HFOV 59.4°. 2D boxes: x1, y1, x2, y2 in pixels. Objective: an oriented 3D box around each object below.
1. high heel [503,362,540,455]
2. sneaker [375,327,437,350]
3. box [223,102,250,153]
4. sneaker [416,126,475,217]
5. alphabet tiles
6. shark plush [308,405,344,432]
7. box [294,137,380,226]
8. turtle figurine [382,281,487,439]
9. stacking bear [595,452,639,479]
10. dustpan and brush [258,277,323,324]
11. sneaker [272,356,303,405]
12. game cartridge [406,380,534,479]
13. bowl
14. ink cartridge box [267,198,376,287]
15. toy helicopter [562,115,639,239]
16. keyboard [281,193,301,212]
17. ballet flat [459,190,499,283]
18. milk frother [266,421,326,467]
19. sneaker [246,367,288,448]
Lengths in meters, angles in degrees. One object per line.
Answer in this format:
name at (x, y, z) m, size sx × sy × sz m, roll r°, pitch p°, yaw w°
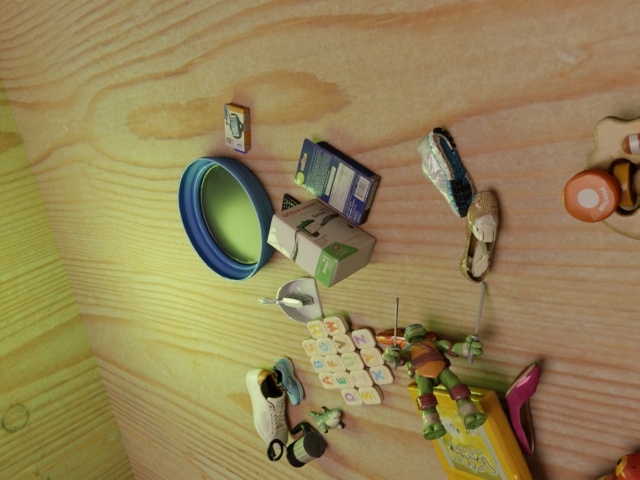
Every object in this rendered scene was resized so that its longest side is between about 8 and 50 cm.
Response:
high heel at (0.450, 0.369, 1.212) m, size 0.117 × 0.082 × 0.244 m, roll 35°, pitch 130°, yaw 25°
sneaker at (0.210, 0.259, 1.401) m, size 0.175 × 0.064 × 0.068 m, roll 2°, pitch 107°, yaw 44°
box at (-0.234, -0.311, 1.577) m, size 0.081 × 0.028 × 0.136 m, roll 23°, pitch 123°, yaw 34°
sneaker at (0.256, -0.134, 1.171) m, size 0.083 × 0.071 × 0.191 m, roll -26°, pitch 83°, yaw 54°
alphabet tiles at (0.069, 0.343, 1.592) m, size 0.278 × 0.021 × 0.284 m, roll -19°, pitch 101°, yaw 45°
shark plush at (0.019, 0.553, 1.763) m, size 0.161 × 0.073 × 0.067 m, roll 164°, pitch 102°, yaw -67°
box at (0.036, -0.151, 1.387) m, size 0.225 × 0.036 × 0.137 m, roll 36°, pitch 131°, yaw 24°
turtle figurine at (0.245, 0.260, 1.192) m, size 0.275 × 0.197 × 0.266 m, roll -54°, pitch 40°, yaw 40°
stacking bear at (0.593, 0.530, 1.107) m, size 0.164 × 0.175 × 0.289 m, roll 37°, pitch 124°, yaw 22°
dustpan and brush at (-0.098, 0.179, 1.662) m, size 0.211 × 0.060 × 0.147 m, roll 2°, pitch 111°, yaw 43°
sneaker at (-0.113, 0.460, 1.806) m, size 0.063 × 0.073 × 0.162 m, roll -18°, pitch 96°, yaw 47°
game cartridge at (0.360, 0.492, 1.332) m, size 0.285 × 0.052 × 0.324 m, roll -16°, pitch 98°, yaw 62°
bowl at (-0.287, -0.068, 1.712) m, size 0.391 × 0.077 × 0.391 m, roll 20°, pitch 122°, yaw 36°
ink cartridge box at (0.000, 0.000, 1.406) m, size 0.219 × 0.160 × 0.093 m, roll 35°, pitch 129°, yaw 26°
toy helicopter at (0.537, -0.158, 0.832) m, size 0.234 × 0.140 × 0.355 m, roll 28°, pitch 125°, yaw 29°
keyboard at (-0.079, -0.032, 1.569) m, size 0.108 × 0.023 × 0.180 m, roll 33°, pitch 130°, yaw 28°
ballet flat at (0.332, 0.001, 1.147) m, size 0.067 × 0.073 × 0.206 m, roll -102°, pitch 8°, yaw -57°
milk frother at (-0.082, 0.681, 1.836) m, size 0.129 × 0.143 × 0.135 m, roll 55°, pitch 137°, yaw 14°
sneaker at (-0.162, 0.572, 1.883) m, size 0.123 × 0.105 × 0.290 m, roll -13°, pitch 99°, yaw 49°
